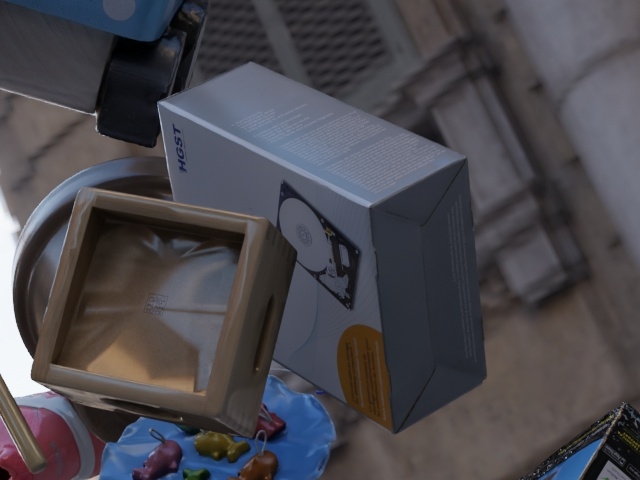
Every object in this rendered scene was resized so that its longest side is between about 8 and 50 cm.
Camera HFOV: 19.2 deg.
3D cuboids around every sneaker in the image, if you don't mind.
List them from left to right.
[{"bbox_3d":[-0.364,0.208,1.922,0.314,0.116,0.136,-6,12,41],"label":"sneaker"}]

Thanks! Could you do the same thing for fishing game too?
[{"bbox_3d":[-0.082,0.158,1.439,0.264,0.189,0.041,-39,-50,-33],"label":"fishing game"}]

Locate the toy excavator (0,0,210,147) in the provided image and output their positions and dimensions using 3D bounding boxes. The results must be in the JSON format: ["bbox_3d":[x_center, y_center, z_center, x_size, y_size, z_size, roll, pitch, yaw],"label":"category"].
[{"bbox_3d":[-0.185,-0.308,1.552,0.222,0.433,0.445,16,-71,-1],"label":"toy excavator"}]

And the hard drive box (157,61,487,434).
[{"bbox_3d":[0.000,0.000,1.310,0.089,0.232,0.181,-27,-55,-30],"label":"hard drive box"}]

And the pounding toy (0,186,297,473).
[{"bbox_3d":[-0.139,0.066,1.203,0.206,0.181,0.094,10,-12,16],"label":"pounding toy"}]

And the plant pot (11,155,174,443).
[{"bbox_3d":[-0.160,0.085,1.767,0.263,0.229,0.263,-3,-63,-6],"label":"plant pot"}]

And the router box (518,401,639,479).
[{"bbox_3d":[0.121,0.183,1.102,0.133,0.046,0.179,-51,0,-37],"label":"router box"}]
